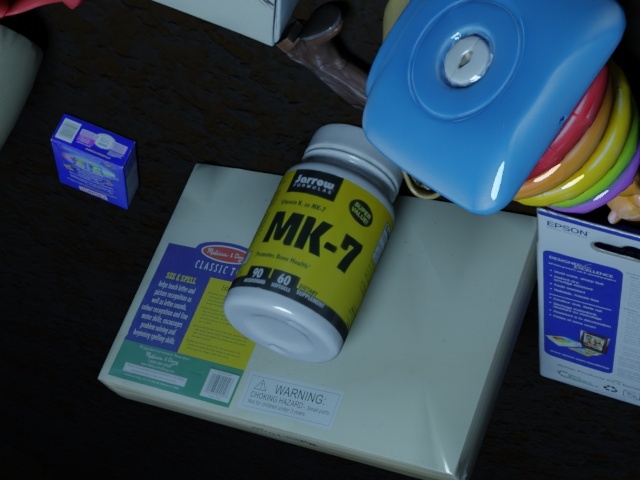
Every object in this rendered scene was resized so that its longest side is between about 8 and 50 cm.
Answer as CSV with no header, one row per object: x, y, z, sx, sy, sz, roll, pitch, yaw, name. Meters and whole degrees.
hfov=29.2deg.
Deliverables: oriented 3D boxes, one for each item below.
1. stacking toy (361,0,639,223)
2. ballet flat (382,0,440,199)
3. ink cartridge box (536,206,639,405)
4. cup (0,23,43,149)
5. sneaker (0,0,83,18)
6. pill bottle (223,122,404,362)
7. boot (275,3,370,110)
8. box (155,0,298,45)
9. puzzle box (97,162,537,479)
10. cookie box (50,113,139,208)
0.190,-0.082,0.946,0.302,0.175,0.166,25,-169,-47,stacking toy
0.090,-0.112,1.029,0.080,0.073,0.232,14,153,21,ballet flat
0.303,0.063,1.198,0.175,0.069,0.371,16,157,19,ink cartridge box
-0.459,-0.110,1.199,0.331,0.237,0.331,11,176,1,cup
-0.297,-0.246,1.054,0.279,0.118,0.107,7,150,33,sneaker
0.000,0.000,1.172,0.119,0.208,0.119,20,156,9,pill bottle
0.028,-0.149,1.054,0.114,0.037,0.106,38,165,-21,boot
-0.137,-0.253,0.909,0.275,0.113,0.094,20,154,6,box
-0.003,0.070,1.245,0.409,0.272,0.052,11,157,28,puzzle box
-0.259,-0.090,1.425,0.092,0.040,0.107,22,155,4,cookie box
